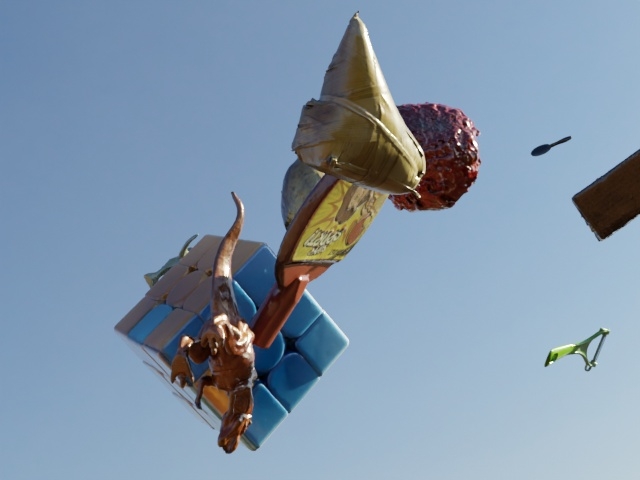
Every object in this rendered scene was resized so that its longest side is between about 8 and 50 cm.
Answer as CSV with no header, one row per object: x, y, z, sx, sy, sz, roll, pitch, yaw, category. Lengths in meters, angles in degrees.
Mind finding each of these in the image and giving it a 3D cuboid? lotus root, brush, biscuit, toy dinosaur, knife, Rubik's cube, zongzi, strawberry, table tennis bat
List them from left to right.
-0.310,0.070,2.351,0.205,0.092,0.393,-35,-24,-28,toy dinosaur
-0.155,0.140,1.639,0.097,0.432,0.208,3,4,19,toy dinosaur
-0.179,0.191,2.041,0.292,0.290,0.291,-47,24,-18,Rubik's cube
-0.018,-0.085,2.028,0.138,0.214,0.138,-9,-8,-1,lotus root
0.000,0.000,1.687,0.415,0.051,0.268,-57,-20,13,table tennis bat
0.069,-0.164,1.300,0.099,0.197,0.194,17,-2,45,zongzi
0.217,-0.193,2.282,0.220,0.274,0.274,29,-45,-24,strawberry
0.440,-0.181,1.974,0.083,0.024,0.008,-24,-46,20,brush
0.390,0.176,1.606,0.166,0.022,0.078,-3,-69,-44,knife
0.606,-0.111,1.970,0.252,0.106,0.070,-37,-10,11,biscuit
